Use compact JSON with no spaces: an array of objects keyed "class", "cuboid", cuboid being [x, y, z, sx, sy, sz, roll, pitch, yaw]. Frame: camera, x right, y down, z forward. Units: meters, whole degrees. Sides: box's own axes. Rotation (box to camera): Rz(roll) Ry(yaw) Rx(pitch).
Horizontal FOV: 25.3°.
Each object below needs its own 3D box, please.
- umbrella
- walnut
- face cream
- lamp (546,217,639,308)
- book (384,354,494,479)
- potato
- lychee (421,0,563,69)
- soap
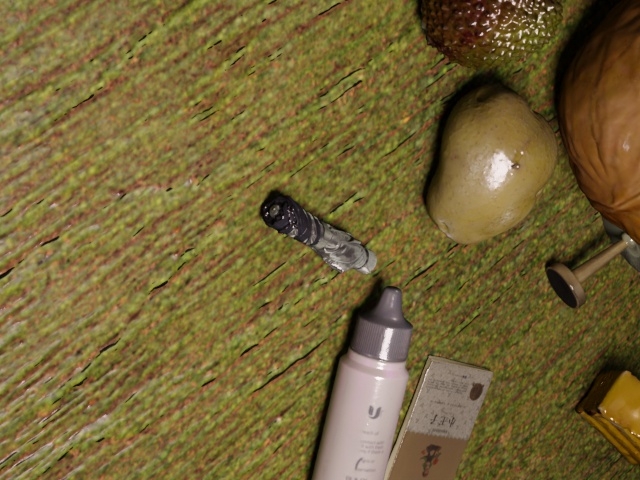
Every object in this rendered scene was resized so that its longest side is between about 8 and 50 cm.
[{"class":"umbrella","cuboid":[0.000,0.000,1.663,0.188,0.046,0.050,31,78,-49]},{"class":"walnut","cuboid":[0.490,-0.166,1.857,0.398,0.308,0.354,-40,93,-26]},{"class":"face cream","cuboid":[0.054,0.205,1.763,0.092,0.092,0.311,2,104,-43]},{"class":"lamp","cuboid":[0.419,0.008,1.999,0.214,0.121,0.121,-34,128,-11]},{"class":"book","cuboid":[0.157,0.258,1.927,0.138,0.016,0.199,16,96,-44]},{"class":"potato","cuboid":[0.204,-0.090,1.755,0.157,0.157,0.194,30,99,-45]},{"class":"lychee","cuboid":[0.204,-0.273,1.654,0.171,0.171,0.171,-18,118,-37]},{"class":"soap","cuboid":[0.478,0.276,2.125,0.080,0.160,0.257,-57,135,-11]}]
